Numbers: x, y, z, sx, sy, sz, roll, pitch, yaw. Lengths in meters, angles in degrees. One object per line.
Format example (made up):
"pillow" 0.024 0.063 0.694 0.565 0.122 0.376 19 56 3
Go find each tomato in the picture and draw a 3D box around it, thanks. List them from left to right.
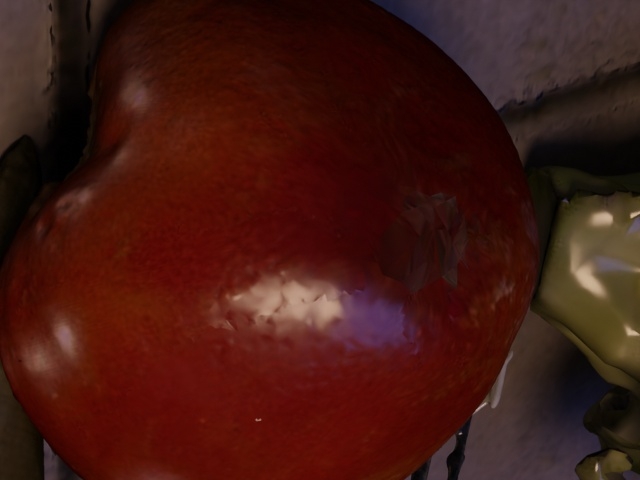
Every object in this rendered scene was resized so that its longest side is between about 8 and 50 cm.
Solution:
"tomato" 0.000 0.000 0.647 0.200 0.139 0.233 27 70 -30

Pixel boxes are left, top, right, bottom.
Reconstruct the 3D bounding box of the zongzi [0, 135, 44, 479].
"zongzi" -0.151 0.182 0.696 0.360 0.160 0.323 -58 140 -26

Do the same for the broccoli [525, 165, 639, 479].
"broccoli" 0.252 0.042 0.890 0.272 0.334 0.324 -13 113 6

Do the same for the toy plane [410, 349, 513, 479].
"toy plane" 0.009 0.103 0.759 0.082 0.160 0.234 41 48 -47
